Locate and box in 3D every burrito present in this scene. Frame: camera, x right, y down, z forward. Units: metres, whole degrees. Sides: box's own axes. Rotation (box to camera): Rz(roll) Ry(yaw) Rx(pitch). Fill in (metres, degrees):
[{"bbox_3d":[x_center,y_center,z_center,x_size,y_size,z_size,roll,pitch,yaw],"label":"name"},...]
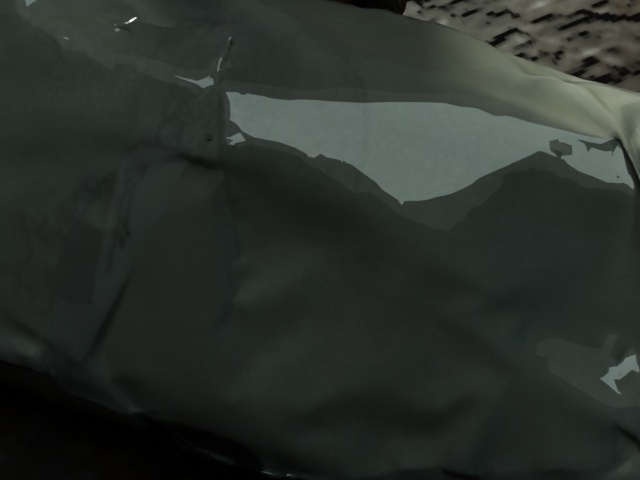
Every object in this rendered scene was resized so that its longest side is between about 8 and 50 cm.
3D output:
[{"bbox_3d":[0.000,0.000,0.390,0.445,0.101,0.139,17,98,13],"label":"burrito"}]

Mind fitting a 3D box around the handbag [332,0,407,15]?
[{"bbox_3d":[-0.031,-0.140,0.443,0.072,0.193,0.151,-33,65,-20],"label":"handbag"}]
